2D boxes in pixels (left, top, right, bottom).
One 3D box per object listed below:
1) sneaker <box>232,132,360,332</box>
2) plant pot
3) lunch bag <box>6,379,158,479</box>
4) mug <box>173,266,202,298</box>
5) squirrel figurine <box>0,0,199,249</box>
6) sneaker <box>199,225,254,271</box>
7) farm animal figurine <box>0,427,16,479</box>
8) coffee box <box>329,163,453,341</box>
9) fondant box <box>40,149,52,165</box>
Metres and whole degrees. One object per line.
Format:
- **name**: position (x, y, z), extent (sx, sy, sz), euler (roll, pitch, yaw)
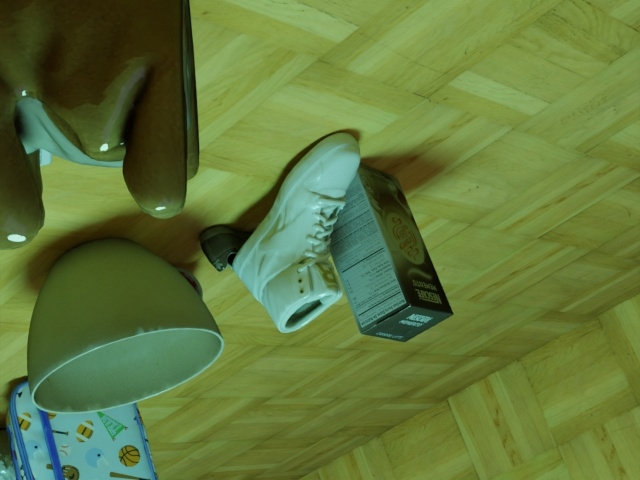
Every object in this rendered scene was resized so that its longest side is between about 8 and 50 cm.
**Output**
- **sneaker**: position (0.000, 0.000, 1.784), extent (0.108, 0.169, 0.292), euler (2, 132, -44)
- **plant pot**: position (-0.304, 0.109, 1.807), extent (0.284, 0.190, 0.284), euler (-18, 157, -8)
- **lunch bag**: position (-0.429, 0.382, 2.188), extent (0.243, 0.303, 0.115), euler (-9, 160, -27)
- **mug**: position (-0.266, 0.131, 1.995), extent (0.150, 0.113, 0.169), euler (-26, 160, -32)
- **squirrel figurine**: position (-0.296, -0.191, 1.014), extent (0.371, 0.396, 0.281), euler (-2, -163, -2)
- **sneaker**: position (-0.113, 0.026, 1.941), extent (0.188, 0.071, 0.066), euler (6, 146, -48)
- **farm animal figurine**: position (-0.507, 0.416, 2.376), extent (0.327, 0.172, 0.330), euler (6, 173, -14)
- **coffee box**: position (0.090, 0.019, 1.869), extent (0.098, 0.246, 0.141), euler (-32, 156, 26)
- **fondant box**: position (-0.439, -0.140, 1.232), extent (0.330, 0.096, 0.238), euler (-14, 157, -19)
